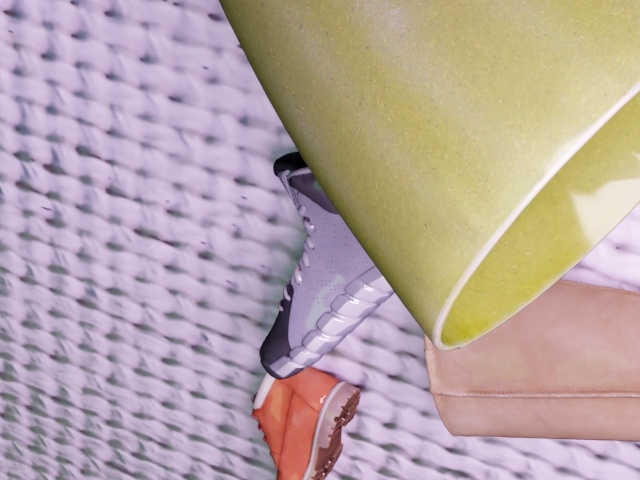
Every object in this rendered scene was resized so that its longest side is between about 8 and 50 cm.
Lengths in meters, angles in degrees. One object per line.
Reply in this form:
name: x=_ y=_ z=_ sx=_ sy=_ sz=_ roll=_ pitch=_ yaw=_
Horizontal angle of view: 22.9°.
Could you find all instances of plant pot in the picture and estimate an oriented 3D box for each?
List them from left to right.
plant pot: x=0.068 y=-0.135 z=0.926 sx=0.293 sy=0.275 sz=0.275 roll=46 pitch=137 yaw=16

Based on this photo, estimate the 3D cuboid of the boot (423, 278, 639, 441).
boot: x=0.215 y=0.133 z=1.126 sx=0.269 sy=0.089 sz=0.236 roll=0 pitch=100 yaw=30

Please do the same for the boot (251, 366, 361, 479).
boot: x=-0.025 y=0.166 z=1.342 sx=0.084 sy=0.059 sz=0.158 roll=27 pitch=126 yaw=15

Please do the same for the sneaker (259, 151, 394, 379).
sneaker: x=0.000 y=0.000 z=1.183 sx=0.132 sy=0.086 sz=0.228 roll=46 pitch=125 yaw=-2
